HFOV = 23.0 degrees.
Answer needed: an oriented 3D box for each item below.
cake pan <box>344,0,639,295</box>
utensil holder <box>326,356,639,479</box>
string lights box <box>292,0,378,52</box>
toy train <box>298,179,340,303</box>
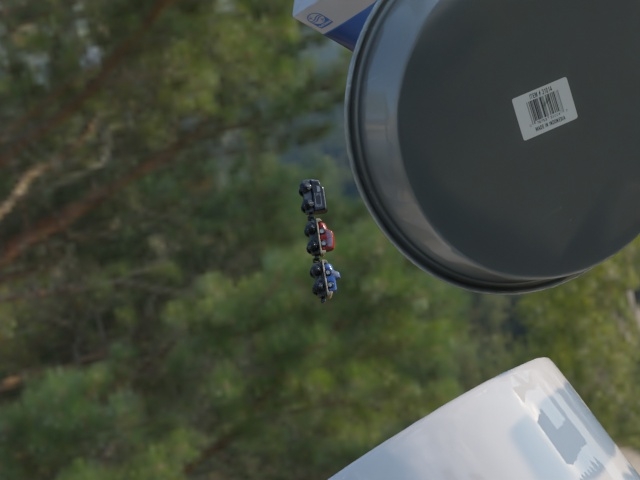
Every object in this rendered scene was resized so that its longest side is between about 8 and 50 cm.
[{"bbox_3d":[0.162,-0.099,1.208,0.293,0.293,0.054,-14,12,-19],"label":"cake pan"},{"bbox_3d":[0.149,0.322,1.125,0.328,0.385,0.327,-31,-14,-9],"label":"utensil holder"},{"bbox_3d":[0.103,-0.205,1.384,0.260,0.133,0.077,27,-35,-32],"label":"string lights box"},{"bbox_3d":[0.000,0.000,1.955,0.036,0.158,0.027,-6,-13,-6],"label":"toy train"}]
